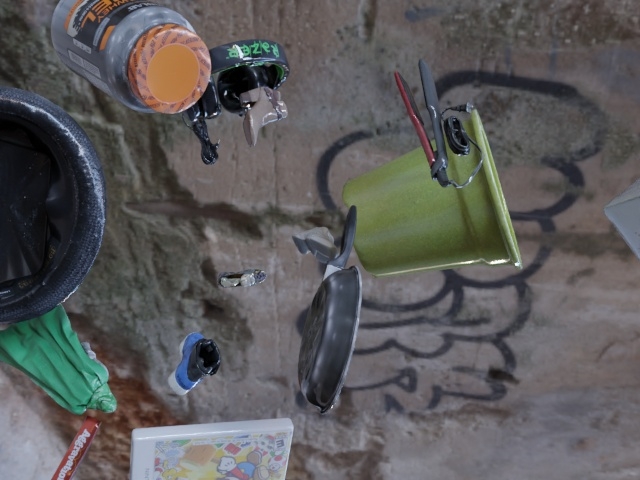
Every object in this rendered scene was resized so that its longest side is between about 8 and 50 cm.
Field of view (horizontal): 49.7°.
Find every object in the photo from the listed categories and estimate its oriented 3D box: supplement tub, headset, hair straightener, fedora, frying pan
[{"bbox_3d":[-0.353,-0.358,1.292,0.193,0.316,0.194,-27,133,-33],"label":"supplement tub"},{"bbox_3d":[-0.215,-0.312,1.557,0.394,0.243,0.185,-26,-100,59],"label":"headset"},{"bbox_3d":[0.172,-0.169,0.970,0.047,0.089,0.231,39,32,-50],"label":"hair straightener"},{"bbox_3d":[-0.465,-0.052,1.009,0.152,0.333,0.334,-158,-106,-75],"label":"fedora"},{"bbox_3d":[0.023,0.066,0.926,0.197,0.053,0.327,128,-26,-69],"label":"frying pan"}]

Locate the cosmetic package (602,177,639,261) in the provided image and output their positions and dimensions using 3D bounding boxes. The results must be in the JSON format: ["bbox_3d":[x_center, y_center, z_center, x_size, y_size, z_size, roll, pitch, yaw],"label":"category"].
[{"bbox_3d":[0.742,-0.100,1.190,0.230,0.453,0.161,56,-16,1],"label":"cosmetic package"}]

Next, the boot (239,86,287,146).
[{"bbox_3d":[-0.104,-0.235,1.301,0.042,0.086,0.119,-26,-108,62],"label":"boot"}]

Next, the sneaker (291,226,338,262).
[{"bbox_3d":[0.000,0.000,1.293,0.152,0.061,0.054,23,-39,63],"label":"sneaker"}]

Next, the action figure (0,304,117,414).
[{"bbox_3d":[-0.385,0.184,1.035,0.137,0.232,0.063,-53,154,-3],"label":"action figure"}]

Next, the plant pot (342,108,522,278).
[{"bbox_3d":[0.183,-0.052,1.184,0.276,0.253,0.276,-16,90,-73],"label":"plant pot"}]

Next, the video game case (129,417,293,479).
[{"bbox_3d":[-0.162,0.354,1.005,0.026,0.226,0.207,-124,-141,-58],"label":"video game case"}]

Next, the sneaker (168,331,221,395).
[{"bbox_3d":[-0.199,0.190,1.163,0.058,0.084,0.152,50,18,-14],"label":"sneaker"}]

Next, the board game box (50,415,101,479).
[{"bbox_3d":[-0.412,0.403,1.029,0.281,0.027,0.145,-65,-170,-26],"label":"board game box"}]

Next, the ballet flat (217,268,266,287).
[{"bbox_3d":[-0.175,0.087,1.507,0.041,0.114,0.041,-5,90,-72],"label":"ballet flat"}]
